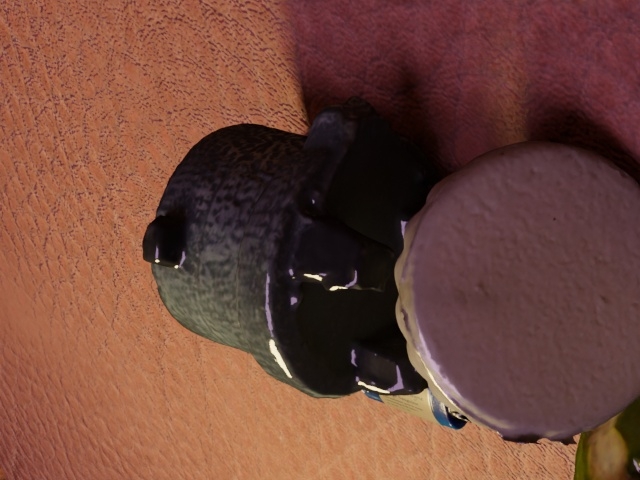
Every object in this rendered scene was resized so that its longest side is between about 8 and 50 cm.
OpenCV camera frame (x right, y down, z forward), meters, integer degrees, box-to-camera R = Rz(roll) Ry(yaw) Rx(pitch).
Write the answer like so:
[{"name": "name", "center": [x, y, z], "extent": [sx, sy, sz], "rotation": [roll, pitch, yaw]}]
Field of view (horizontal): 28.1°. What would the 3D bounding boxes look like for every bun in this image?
[{"name": "bun", "center": [0.178, 0.046, 1.167], "extent": [0.263, 0.263, 0.175], "rotation": [53, 169, -7]}]

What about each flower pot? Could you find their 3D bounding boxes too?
[{"name": "flower pot", "center": [0.000, 0.000, 1.283], "extent": [0.282, 0.299, 0.299], "rotation": [17, 137, 40]}]

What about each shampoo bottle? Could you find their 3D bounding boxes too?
[{"name": "shampoo bottle", "center": [0.122, 0.177, 1.542], "extent": [0.183, 0.050, 0.087], "rotation": [14, 128, 43]}]

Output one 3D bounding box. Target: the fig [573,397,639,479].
[{"name": "fig", "center": [0.324, 0.182, 1.210], "extent": [0.206, 0.206, 0.275], "rotation": [-42, 57, 59]}]
